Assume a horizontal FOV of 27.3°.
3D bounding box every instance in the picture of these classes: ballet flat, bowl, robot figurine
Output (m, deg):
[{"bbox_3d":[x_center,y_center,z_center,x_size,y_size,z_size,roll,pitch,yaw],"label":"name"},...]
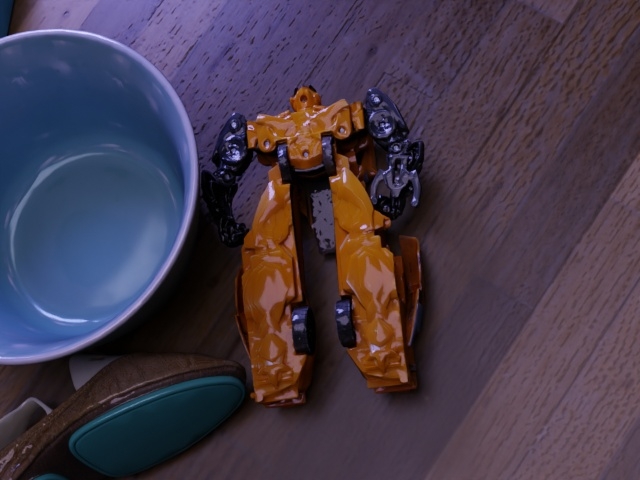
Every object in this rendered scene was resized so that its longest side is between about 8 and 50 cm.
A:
[{"bbox_3d":[-0.229,0.180,1.208,0.342,0.116,0.124,-37,49,5],"label":"ballet flat"},{"bbox_3d":[-0.236,-0.022,1.226,0.311,0.163,0.312,-4,73,14],"label":"bowl"},{"bbox_3d":[0.000,0.000,1.203,0.211,0.085,0.291,-8,73,11],"label":"robot figurine"}]

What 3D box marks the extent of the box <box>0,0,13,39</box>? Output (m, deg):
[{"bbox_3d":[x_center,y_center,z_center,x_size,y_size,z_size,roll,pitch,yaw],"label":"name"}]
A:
[{"bbox_3d":[-0.386,-0.207,1.373,0.100,0.060,0.244,3,75,16],"label":"box"}]
